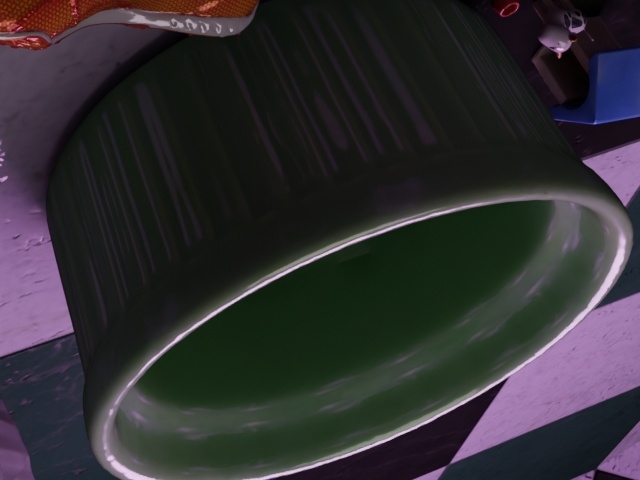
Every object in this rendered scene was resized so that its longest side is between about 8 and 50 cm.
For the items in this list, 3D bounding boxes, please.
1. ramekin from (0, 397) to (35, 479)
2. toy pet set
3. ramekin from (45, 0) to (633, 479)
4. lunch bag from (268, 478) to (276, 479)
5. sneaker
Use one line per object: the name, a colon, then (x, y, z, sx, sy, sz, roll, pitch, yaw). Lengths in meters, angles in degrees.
ramekin: (-0.260, 0.144, 0.731, 0.273, 0.273, 0.127, -31, 168, 7)
toy pet set: (0.134, -0.089, 0.917, 0.114, 0.065, 0.122, -11, 153, -35)
ramekin: (0.000, 0.000, 0.823, 0.303, 0.148, 0.303, -20, 155, -10)
lunch bag: (-0.205, 0.411, 1.388, 0.385, 0.239, 0.328, -22, 160, -33)
sneaker: (-0.094, -0.119, 0.623, 0.175, 0.064, 0.067, -15, 135, -41)
